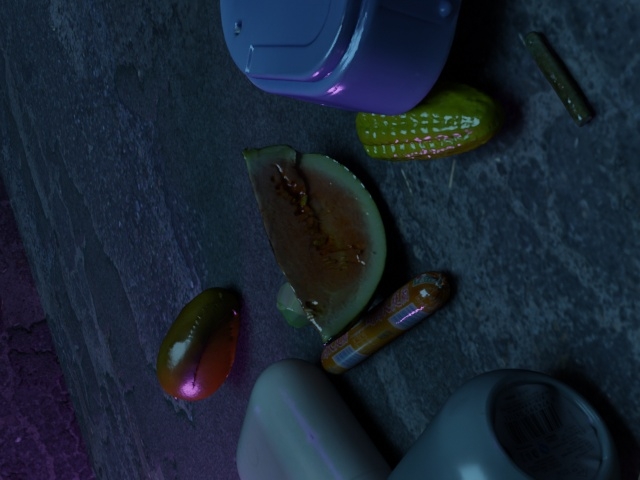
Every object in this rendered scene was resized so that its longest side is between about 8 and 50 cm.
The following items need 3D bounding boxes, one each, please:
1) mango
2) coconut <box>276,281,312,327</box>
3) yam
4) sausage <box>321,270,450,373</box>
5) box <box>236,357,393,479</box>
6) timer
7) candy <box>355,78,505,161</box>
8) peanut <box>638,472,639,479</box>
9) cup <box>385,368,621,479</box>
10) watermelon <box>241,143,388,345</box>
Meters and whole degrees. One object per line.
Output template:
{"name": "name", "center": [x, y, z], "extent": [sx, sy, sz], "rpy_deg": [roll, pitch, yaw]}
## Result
{"name": "mango", "center": [-0.224, 0.196, 1.674], "extent": [0.136, 0.166, 0.236], "rpy_deg": [24, 106, 4]}
{"name": "coconut", "center": [-0.028, 0.096, 1.381], "extent": [0.083, 0.082, 0.081], "rpy_deg": [19, 92, 12]}
{"name": "yam", "center": [0.239, -0.165, 0.903], "extent": [0.116, 0.021, 0.021], "rpy_deg": [66, 147, 22]}
{"name": "sausage", "center": [0.080, 0.120, 1.230], "extent": [0.348, 0.053, 0.053], "rpy_deg": [-45, 61, 55]}
{"name": "box", "center": [-0.008, 0.374, 1.375], "extent": [0.349, 0.141, 0.289], "rpy_deg": [52, 139, 37]}
{"name": "timer", "center": [0.026, -0.339, 1.032], "extent": [0.395, 0.173, 0.395], "rpy_deg": [-17, 70, 56]}
{"name": "candy", "center": [0.129, -0.139, 1.018], "extent": [0.199, 0.106, 0.094], "rpy_deg": [6, 122, 55]}
{"name": "peanut", "center": [0.360, 0.269, 0.780], "extent": [0.214, 0.099, 0.099], "rpy_deg": [54, 141, 35]}
{"name": "cup", "center": [0.178, 0.291, 0.978], "extent": [0.205, 0.205, 0.312], "rpy_deg": [58, 143, 31]}
{"name": "watermelon", "center": [0.025, -0.012, 1.215], "extent": [0.128, 0.159, 0.303], "rpy_deg": [-34, 65, 26]}
